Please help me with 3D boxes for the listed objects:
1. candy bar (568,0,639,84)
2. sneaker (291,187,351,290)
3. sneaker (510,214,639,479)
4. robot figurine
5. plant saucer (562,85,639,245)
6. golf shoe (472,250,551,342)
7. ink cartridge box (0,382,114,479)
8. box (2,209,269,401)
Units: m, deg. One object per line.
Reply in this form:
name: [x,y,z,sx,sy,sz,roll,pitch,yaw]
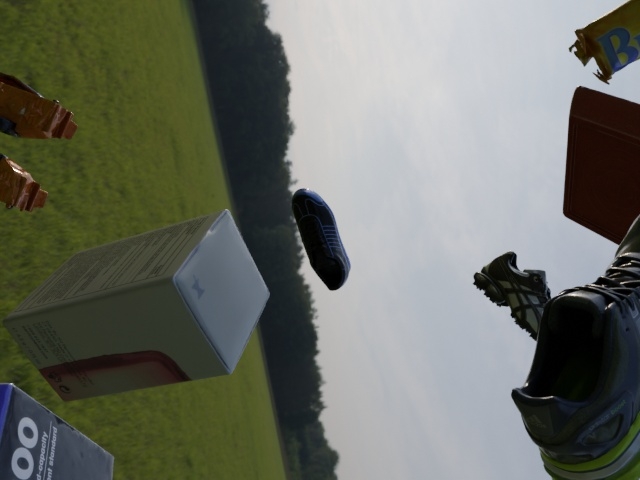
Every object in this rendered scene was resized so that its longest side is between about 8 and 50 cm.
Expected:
candy bar: [0.198,-0.124,0.262,0.161,0.040,0.018,-26,-146,45]
sneaker: [0.000,0.000,1.230,0.232,0.081,0.090,62,21,-15]
sneaker: [0.270,0.070,0.503,0.121,0.300,0.111,47,-25,-27]
robot figurine: [-0.481,-0.149,0.736,0.085,0.290,0.211,55,56,-79]
plant saucer: [0.484,-0.086,0.894,0.258,0.047,0.259,44,-25,48]
golf shoe: [0.334,0.095,0.886,0.198,0.094,0.077,47,11,30]
ink cartridge box: [-0.180,0.192,0.303,0.208,0.045,0.207,76,5,-54]
box: [-0.199,0.075,0.642,0.149,0.232,0.127,-67,138,-57]
